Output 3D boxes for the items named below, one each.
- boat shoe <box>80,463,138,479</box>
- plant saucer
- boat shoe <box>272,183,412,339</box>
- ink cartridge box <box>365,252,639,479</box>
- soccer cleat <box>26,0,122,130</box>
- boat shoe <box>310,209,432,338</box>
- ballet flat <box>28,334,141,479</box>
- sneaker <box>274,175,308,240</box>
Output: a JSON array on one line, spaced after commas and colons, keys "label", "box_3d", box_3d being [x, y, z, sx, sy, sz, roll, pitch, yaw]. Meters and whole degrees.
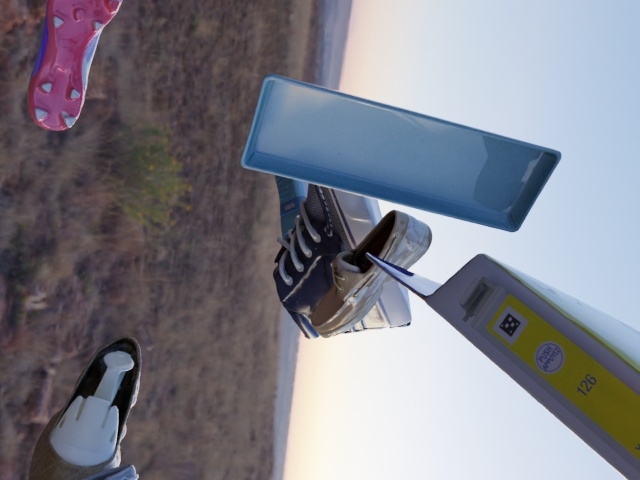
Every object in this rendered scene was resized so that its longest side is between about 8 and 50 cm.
[{"label": "boat shoe", "box_3d": [-0.319, 0.275, 0.697, 0.118, 0.320, 0.103, -24, -114, 51]}, {"label": "plant saucer", "box_3d": [0.050, -0.055, 0.471, 0.018, 0.192, 0.067, -90, -163, -51]}, {"label": "boat shoe", "box_3d": [0.000, 0.000, 0.918, 0.127, 0.158, 0.340, -91, 162, -51]}, {"label": "ink cartridge box", "box_3d": [0.227, 0.102, 0.564, 0.072, 0.303, 0.307, -56, -134, 13]}, {"label": "soccer cleat", "box_3d": [-0.310, -0.257, 0.933, 0.095, 0.083, 0.248, 39, -68, 55]}, {"label": "boat shoe", "box_3d": [0.041, 0.032, 0.799, 0.170, 0.059, 0.063, -48, -149, 14]}, {"label": "ballet flat", "box_3d": [-0.311, 0.242, 1.045, 0.342, 0.116, 0.124, -86, -161, -66]}, {"label": "sneaker", "box_3d": [0.033, -0.074, 1.381, 0.127, 0.208, 0.319, 1, -80, 63]}]
